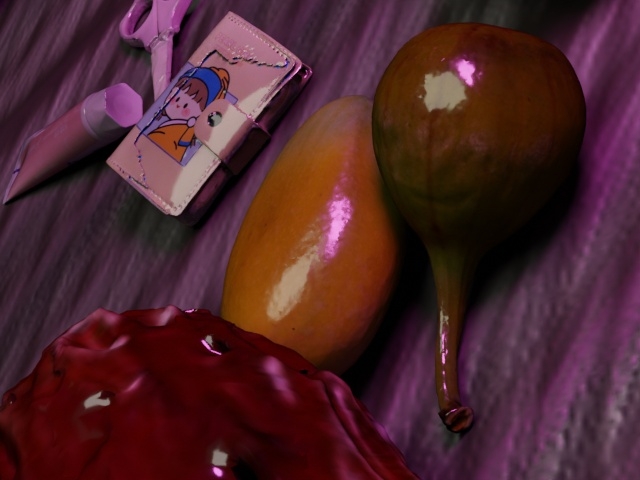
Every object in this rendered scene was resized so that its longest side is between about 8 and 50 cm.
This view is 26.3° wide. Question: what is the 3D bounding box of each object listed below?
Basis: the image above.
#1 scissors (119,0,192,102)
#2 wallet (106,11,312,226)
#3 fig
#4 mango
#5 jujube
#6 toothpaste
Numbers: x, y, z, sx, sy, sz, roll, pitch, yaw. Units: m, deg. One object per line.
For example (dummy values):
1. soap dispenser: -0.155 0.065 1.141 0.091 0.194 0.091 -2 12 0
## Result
1. scissors: -0.133 -0.160 1.168 0.110 0.021 0.212 -37 42 30
2. wallet: -0.088 -0.095 1.049 0.155 0.039 0.110 -52 49 0
3. fig: 0.087 -0.008 0.797 0.124 0.124 0.236 2 88 46
4. mango: 0.000 0.000 0.859 0.130 0.092 0.194 -2 65 60
5. jujube: -0.053 0.184 0.669 0.258 0.258 0.376 -50 44 5
6. toothpaste: -0.222 -0.086 1.192 0.194 0.043 0.067 -21 49 47
